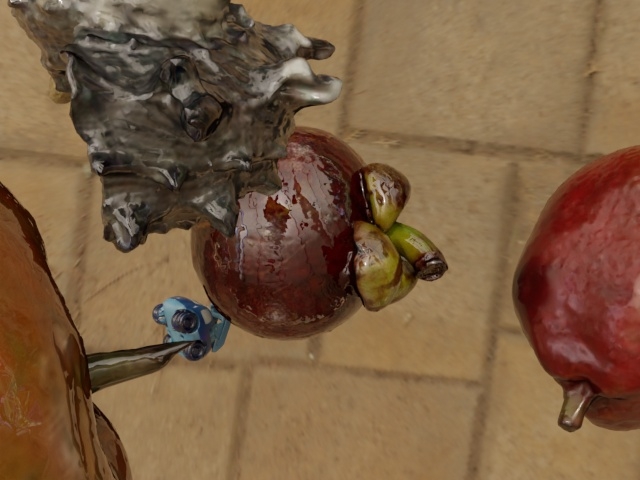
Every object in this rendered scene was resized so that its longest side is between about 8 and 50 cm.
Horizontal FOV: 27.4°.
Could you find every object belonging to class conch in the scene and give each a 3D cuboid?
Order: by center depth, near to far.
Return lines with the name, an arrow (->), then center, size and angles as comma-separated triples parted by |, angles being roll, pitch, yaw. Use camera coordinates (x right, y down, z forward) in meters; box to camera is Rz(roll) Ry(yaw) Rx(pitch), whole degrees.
conch -> -0.112, -0.126, 0.882 | 0.186, 0.313, 0.241 | -34, 127, 24

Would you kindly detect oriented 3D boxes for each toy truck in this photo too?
toy truck -> -0.124, 0.081, 1.388 | 0.090, 0.056, 0.073 | -33, 119, -32

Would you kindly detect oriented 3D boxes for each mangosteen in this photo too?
mangosteen -> 0.000, 0.000, 1.283 | 0.258, 0.215, 0.215 | 14, 93, 27

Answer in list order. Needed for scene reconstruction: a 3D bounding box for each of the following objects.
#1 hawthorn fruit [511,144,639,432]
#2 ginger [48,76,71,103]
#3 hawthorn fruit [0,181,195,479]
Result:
hawthorn fruit -> 0.314, 0.062, 1.294 | 0.265, 0.265, 0.307 | 34, 74, -7
ginger -> -0.219, -0.182, 1.265 | 0.044, 0.057, 0.137 | 27, 113, -39
hawthorn fruit -> -0.193, 0.086, 0.520 | 0.301, 0.268, 0.267 | -7, 95, -14
